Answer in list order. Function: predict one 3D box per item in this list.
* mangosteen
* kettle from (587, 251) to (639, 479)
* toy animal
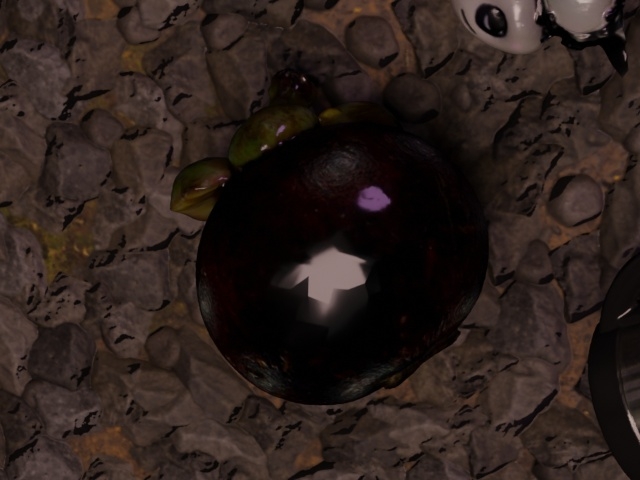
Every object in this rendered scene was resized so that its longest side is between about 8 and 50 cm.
[{"bbox_3d":[0.009,0.010,1.955,0.330,0.330,0.330,6,115,13],"label":"mangosteen"},{"bbox_3d":[0.428,0.110,1.909,0.271,0.207,0.250,-20,77,37],"label":"kettle"},{"bbox_3d":[0.213,-0.244,1.867,0.179,0.138,0.166,3,98,9],"label":"toy animal"}]
